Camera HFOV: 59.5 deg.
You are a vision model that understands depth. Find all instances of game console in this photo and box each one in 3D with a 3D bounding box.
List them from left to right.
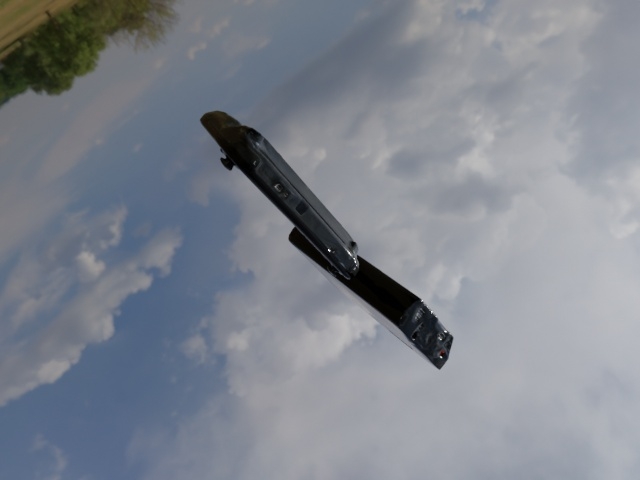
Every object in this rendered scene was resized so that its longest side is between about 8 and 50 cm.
[{"bbox_3d":[0.000,0.000,0.581,0.044,0.361,0.213,-48,-139,-6],"label":"game console"}]
